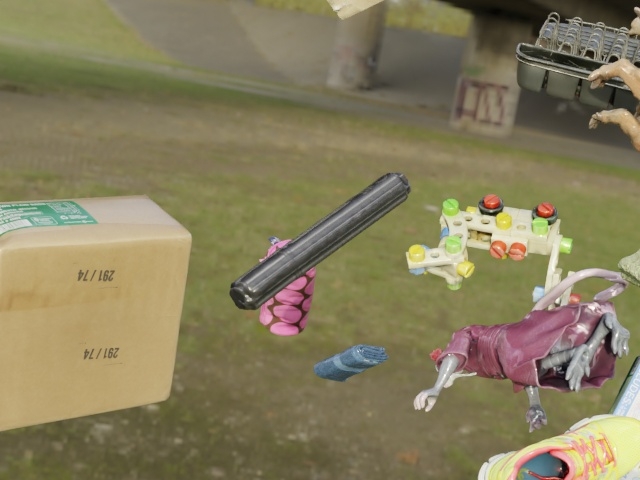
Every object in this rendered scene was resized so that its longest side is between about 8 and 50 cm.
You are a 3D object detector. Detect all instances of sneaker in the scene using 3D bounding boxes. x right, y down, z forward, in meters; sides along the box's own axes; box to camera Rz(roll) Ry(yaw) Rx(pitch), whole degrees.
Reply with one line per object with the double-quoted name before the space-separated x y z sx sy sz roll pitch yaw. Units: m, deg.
"sneaker" 0.289 0.255 1.339 0.209 0.081 0.094 -20 -10 -10

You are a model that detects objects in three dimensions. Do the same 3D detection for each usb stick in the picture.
"usb stick" 0.000 0.000 1.518 0.278 0.045 0.077 -36 6 -20

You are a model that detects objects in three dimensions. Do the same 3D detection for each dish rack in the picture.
"dish rack" 0.423 -0.291 1.830 0.208 0.074 0.271 17 37 13

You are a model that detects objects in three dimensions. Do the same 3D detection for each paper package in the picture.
"paper package" -0.377 0.100 1.752 0.325 0.309 0.168 -6 25 -39

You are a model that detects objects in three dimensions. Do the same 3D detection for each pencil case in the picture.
"pencil case" -0.063 0.088 2.093 0.098 0.209 0.095 -21 55 -20

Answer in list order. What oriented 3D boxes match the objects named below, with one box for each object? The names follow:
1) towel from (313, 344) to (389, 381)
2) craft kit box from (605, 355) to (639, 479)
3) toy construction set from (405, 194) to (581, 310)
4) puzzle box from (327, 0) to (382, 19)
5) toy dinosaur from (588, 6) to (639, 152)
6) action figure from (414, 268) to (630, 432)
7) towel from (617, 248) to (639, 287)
"towel" 0.047 0.198 1.890 0.067 0.029 0.119 12 -28 -37
"craft kit box" 0.519 0.333 1.712 0.247 0.250 0.061 30 -10 7
"toy construction set" 0.334 0.025 2.160 0.328 0.151 0.215 21 47 7
"puzzle box" 0.182 -0.474 1.625 0.272 0.052 0.409 -17 31 39
"toy dinosaur" 0.448 -0.163 1.445 0.200 0.295 0.127 27 52 36
"action figure" 0.317 0.179 2.011 0.248 0.275 0.370 17 -14 -37
"towel" 0.410 0.019 1.369 0.110 0.027 0.148 -34 11 2
